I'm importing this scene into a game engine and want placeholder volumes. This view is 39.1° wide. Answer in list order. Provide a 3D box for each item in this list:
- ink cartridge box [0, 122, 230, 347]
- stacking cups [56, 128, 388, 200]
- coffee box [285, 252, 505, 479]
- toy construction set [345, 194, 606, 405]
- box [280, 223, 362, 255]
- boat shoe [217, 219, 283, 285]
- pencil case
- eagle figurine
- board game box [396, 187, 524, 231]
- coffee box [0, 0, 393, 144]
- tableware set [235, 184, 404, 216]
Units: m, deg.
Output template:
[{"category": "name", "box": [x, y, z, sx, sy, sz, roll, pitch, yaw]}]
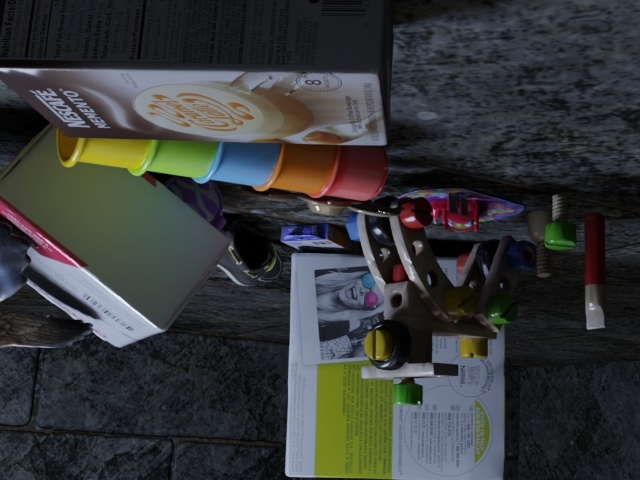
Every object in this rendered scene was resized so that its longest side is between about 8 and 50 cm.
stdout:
[{"category": "ink cartridge box", "box": [-0.260, 0.003, 1.035, 0.226, 0.131, 0.306, 40, 160, -12]}, {"category": "stacking cups", "box": [-0.078, -0.097, 0.848, 0.316, 0.096, 0.096, 5, 169, -29]}, {"category": "coffee box", "box": [0.119, 0.209, 1.498, 0.334, 0.338, 0.337, 1, 172, 1]}, {"category": "toy construction set", "box": [0.181, 0.085, 1.074, 0.308, 0.237, 0.257, -5, 159, 24]}, {"category": "box", "box": [0.000, 0.000, 1.381, 0.081, 0.028, 0.136, -2, 164, 28]}, {"category": "boat shoe", "box": [-0.109, 0.023, 1.388, 0.068, 0.081, 0.227, 2, 166, 26]}, {"category": "pencil case", "box": [-0.185, -0.028, 1.158, 0.088, 0.086, 0.206, 36, 159, -14]}, {"category": "eagle figurine", "box": [-0.425, 0.104, 0.969, 0.225, 0.298, 0.226, 52, 166, -13]}, {"category": "board game box", "box": [0.177, -0.030, 1.171, 0.168, 0.033, 0.133, 13, 165, -34]}, {"category": "coffee box", "box": [-0.076, -0.133, 0.617, 0.246, 0.098, 0.141, 2, 167, 8]}, {"category": "tableware set", "box": [0.001, -0.049, 0.996, 0.168, 0.020, 0.141, 17, -167, 37]}]
